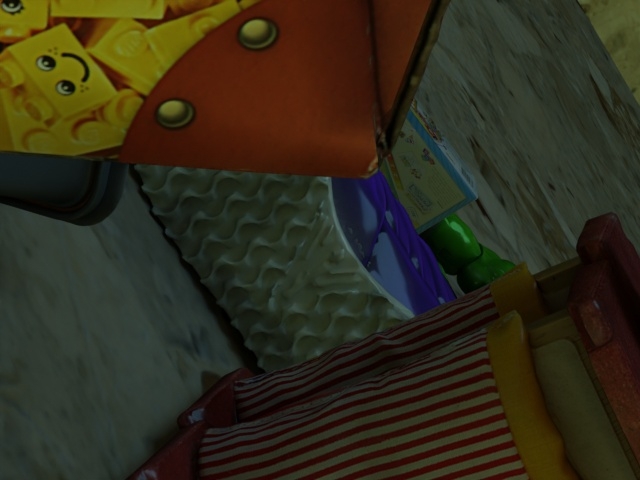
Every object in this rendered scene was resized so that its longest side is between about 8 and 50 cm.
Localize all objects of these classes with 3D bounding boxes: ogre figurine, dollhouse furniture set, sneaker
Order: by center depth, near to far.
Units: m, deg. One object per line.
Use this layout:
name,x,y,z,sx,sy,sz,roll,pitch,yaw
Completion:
dollhouse furniture set,0.108,0.197,0.762,0.374,0.201,0.152,62,17,-8
sneaker,-0.001,0.001,0.955,0.293,0.102,0.146,64,14,2
ogre figurine,0.086,0.049,1.106,0.118,0.097,0.197,25,17,-29

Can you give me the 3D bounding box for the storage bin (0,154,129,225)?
storage bin,-0.120,-0.074,0.692,0.091,0.098,0.135,-4,108,-58

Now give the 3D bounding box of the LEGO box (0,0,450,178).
LEGO box,-0.179,-0.260,0.446,0.372,0.193,0.500,4,44,-17

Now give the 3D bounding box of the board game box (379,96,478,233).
board game box,0.004,-0.060,1.036,0.154,0.103,0.026,52,19,-20
